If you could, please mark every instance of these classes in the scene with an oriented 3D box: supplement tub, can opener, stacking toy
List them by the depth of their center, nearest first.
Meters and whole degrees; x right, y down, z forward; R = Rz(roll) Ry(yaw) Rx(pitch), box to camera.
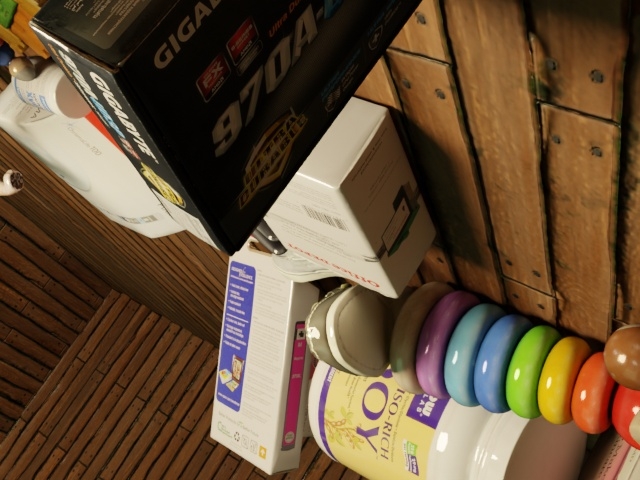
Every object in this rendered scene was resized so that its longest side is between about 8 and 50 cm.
[{"bbox_3d":[0.244,0.149,0.876,0.330,0.141,0.141,15,157,37],"label":"stacking toy"},{"bbox_3d":[-0.101,-0.040,1.023,0.186,0.073,0.059,40,167,31],"label":"can opener"},{"bbox_3d":[-0.360,-0.208,1.070,0.107,0.071,0.071,22,161,36],"label":"supplement tub"},{"bbox_3d":[0.170,0.253,1.106,0.331,0.241,0.241,16,157,45],"label":"supplement tub"}]

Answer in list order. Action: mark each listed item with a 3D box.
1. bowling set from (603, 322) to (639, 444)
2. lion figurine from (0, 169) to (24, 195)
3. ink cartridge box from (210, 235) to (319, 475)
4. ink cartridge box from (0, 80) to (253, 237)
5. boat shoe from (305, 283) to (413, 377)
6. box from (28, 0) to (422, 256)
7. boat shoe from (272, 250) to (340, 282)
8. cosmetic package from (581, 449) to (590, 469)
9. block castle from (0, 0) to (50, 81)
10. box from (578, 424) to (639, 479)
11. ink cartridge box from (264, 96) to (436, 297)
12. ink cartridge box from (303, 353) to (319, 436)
[{"bbox_3d":[0.341,0.118,0.621,0.200,0.154,0.287,53,164,-1],"label":"bowling set"},{"bbox_3d":[-0.597,-0.198,1.174,0.240,0.393,0.142,-8,-179,24],"label":"lion figurine"},{"bbox_3d":[-0.089,0.160,1.248,0.069,0.371,0.175,-1,-171,-39],"label":"ink cartridge box"},{"bbox_3d":[-0.310,-0.103,1.234,0.384,0.091,0.308,22,161,44],"label":"ink cartridge box"},{"bbox_3d":[0.042,0.106,0.966,0.091,0.109,0.305,-5,178,21],"label":"boat shoe"},{"bbox_3d":[-0.020,-0.121,0.397,0.051,0.220,0.175,30,163,20],"label":"box"},{"bbox_3d":[0.000,0.001,1.005,0.081,0.079,0.227,49,153,-26],"label":"boat shoe"},{"bbox_3d":[0.426,0.419,1.317,0.237,0.127,0.107,34,164,2],"label":"cosmetic package"},{"bbox_3d":[-0.419,-0.192,0.811,0.212,0.303,0.453,38,165,-20],"label":"block castle"},{"bbox_3d":[0.410,0.311,0.981,0.126,0.149,0.232,31,163,12],"label":"box"},{"bbox_3d":[0.009,-0.051,0.782,0.160,0.093,0.219,24,162,30],"label":"ink cartridge box"},{"bbox_3d":[0.013,0.246,1.375,0.237,0.172,0.100,15,179,-42],"label":"ink cartridge box"}]
